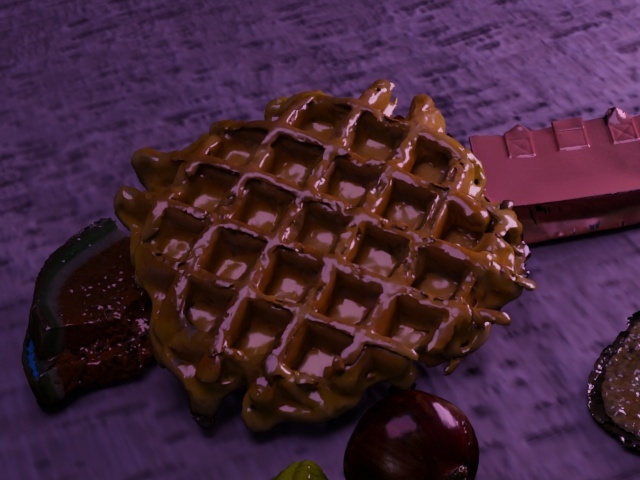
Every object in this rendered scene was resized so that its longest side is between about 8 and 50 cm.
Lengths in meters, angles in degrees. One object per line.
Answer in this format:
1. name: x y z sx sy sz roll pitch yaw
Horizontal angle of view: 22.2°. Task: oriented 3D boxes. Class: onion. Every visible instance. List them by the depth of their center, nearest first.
1. onion: 0.076 0.179 1.357 0.118 0.118 0.117 18 41 36

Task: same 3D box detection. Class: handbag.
1. handbag: 0.266 -0.070 1.688 0.212 0.059 0.157 -9 36 3

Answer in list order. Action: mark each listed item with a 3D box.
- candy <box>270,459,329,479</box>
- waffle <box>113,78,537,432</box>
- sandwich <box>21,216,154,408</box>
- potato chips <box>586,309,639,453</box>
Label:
1. candy: -0.023 0.249 1.305 0.097 0.096 0.209 -5 30 10
2. waffle: 0.000 0.000 1.576 0.380 0.095 0.382 -21 54 -11
3. sandwich: -0.225 0.069 1.628 0.159 0.079 0.235 9 40 28
4. potato chips: 0.346 0.122 1.424 0.220 0.029 0.202 4 38 27
